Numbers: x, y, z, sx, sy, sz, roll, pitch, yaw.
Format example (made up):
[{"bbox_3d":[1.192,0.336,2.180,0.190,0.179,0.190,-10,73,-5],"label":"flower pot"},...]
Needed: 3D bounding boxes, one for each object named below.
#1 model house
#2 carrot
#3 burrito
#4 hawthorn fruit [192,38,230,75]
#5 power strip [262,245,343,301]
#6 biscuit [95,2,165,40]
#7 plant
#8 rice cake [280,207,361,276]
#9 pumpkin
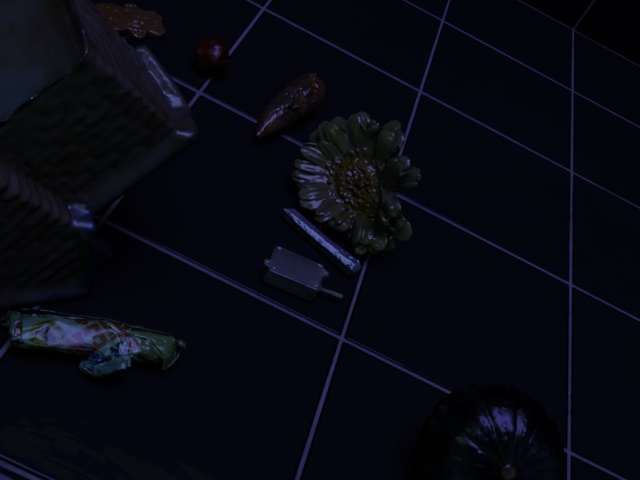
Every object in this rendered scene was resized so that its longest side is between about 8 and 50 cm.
[{"bbox_3d":[-0.452,-0.160,1.280,0.395,0.445,0.400,57,8,34],"label":"model house"},{"bbox_3d":[-0.081,-0.304,1.869,0.101,0.102,0.263,36,47,7],"label":"carrot"},{"bbox_3d":[-0.355,0.169,1.251,0.287,0.054,0.104,11,45,-21],"label":"burrito"},{"bbox_3d":[-0.263,-0.437,1.898,0.093,0.093,0.093,16,43,-16],"label":"hawthorn fruit"},{"bbox_3d":[-0.032,0.074,1.546,0.175,0.042,0.075,25,41,-9],"label":"power strip"},{"bbox_3d":[-0.463,-0.531,1.908,0.183,0.027,0.134,12,46,-21],"label":"biscuit"},{"bbox_3d":[0.068,-0.122,1.733,0.261,0.297,0.306,-4,92,-4],"label":"plant"},{"bbox_3d":[-0.001,0.000,1.647,0.207,0.033,0.033,40,51,13],"label":"rice cake"},{"bbox_3d":[0.285,0.365,1.339,0.249,0.216,0.250,1,73,-4],"label":"pumpkin"}]
